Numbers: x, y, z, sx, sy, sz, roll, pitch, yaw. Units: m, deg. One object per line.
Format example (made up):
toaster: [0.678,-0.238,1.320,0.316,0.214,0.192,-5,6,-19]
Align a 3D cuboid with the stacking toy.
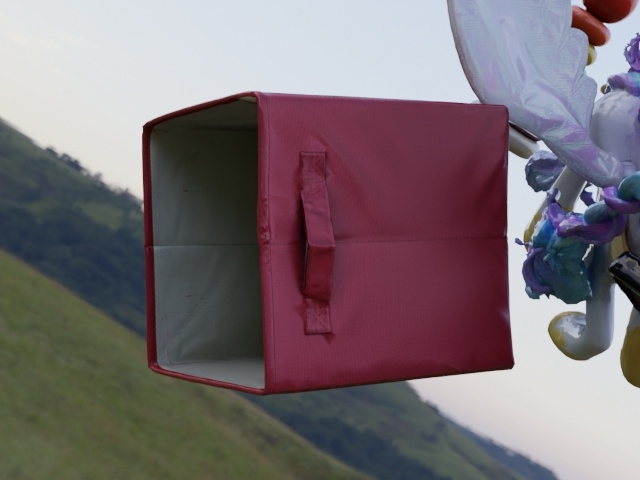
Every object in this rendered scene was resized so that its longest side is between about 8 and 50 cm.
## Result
stacking toy: [0.387,-0.297,1.727,0.141,0.330,0.141,33,17,-12]

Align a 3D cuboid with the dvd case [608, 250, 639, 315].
dvd case: [0.299,0.118,0.700,0.253,0.022,0.180,45,0,-39]

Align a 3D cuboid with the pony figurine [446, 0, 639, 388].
pony figurine: [0.245,-0.072,0.826,0.303,0.350,0.363,-2,-19,2]

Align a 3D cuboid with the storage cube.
storage cube: [0.000,0.000,0.742,0.193,0.183,0.215,-1,0,-30]
